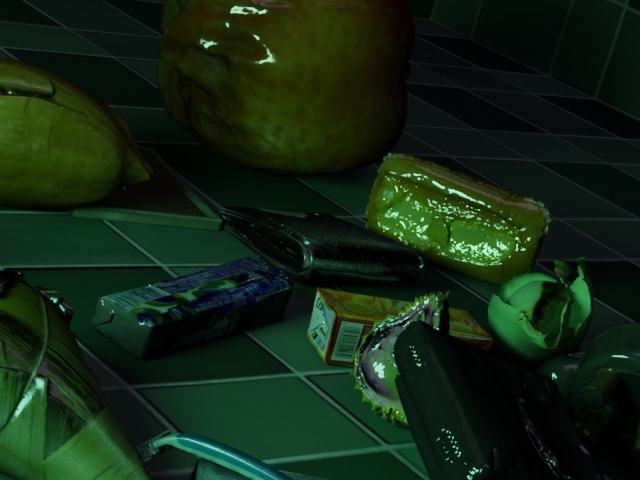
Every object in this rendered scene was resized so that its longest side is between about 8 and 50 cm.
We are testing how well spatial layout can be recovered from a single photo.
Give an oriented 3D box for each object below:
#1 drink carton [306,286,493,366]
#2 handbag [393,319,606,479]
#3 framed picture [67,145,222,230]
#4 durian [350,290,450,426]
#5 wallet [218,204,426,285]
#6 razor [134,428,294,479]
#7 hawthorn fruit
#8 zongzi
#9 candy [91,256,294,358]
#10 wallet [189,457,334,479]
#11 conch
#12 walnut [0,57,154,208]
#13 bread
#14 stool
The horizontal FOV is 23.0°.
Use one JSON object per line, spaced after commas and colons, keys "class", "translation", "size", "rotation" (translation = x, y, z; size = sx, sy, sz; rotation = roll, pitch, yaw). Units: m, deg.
{"class": "drink carton", "translation": [0.102, 0.124, 2.046], "size": [0.223, 0.071, 0.096], "rotation": [9, 18, -20]}
{"class": "handbag", "translation": [0.203, 0.220, 1.732], "size": [0.244, 0.088, 0.275], "rotation": [22, 24, -28]}
{"class": "framed picture", "translation": [-0.315, -0.095, 2.422], "size": [0.241, 0.020, 0.324], "rotation": [5, 21, -30]}
{"class": "durian", "translation": [0.096, 0.150, 1.896], "size": [0.108, 0.186, 0.119], "rotation": [4, -24, 18]}
{"class": "wallet", "translation": [0.000, 0.000, 2.342], "size": [0.221, 0.071, 0.262], "rotation": [1, 16, -36]}
{"class": "razor", "translation": [-0.084, 0.221, 1.526], "size": [0.191, 0.037, 0.068], "rotation": [17, 17, 21]}
{"class": "hawthorn fruit", "translation": [-0.062, -0.310, 2.677], "size": [0.472, 0.471, 0.472], "rotation": [14, 18, -5]}
{"class": "zongzi", "translation": [-0.258, 0.164, 1.572], "size": [0.317, 0.154, 0.289], "rotation": [36, 15, -2]}
{"class": "candy", "translation": [-0.152, 0.082, 1.972], "size": [0.088, 0.061, 0.312], "rotation": [27, 22, 27]}
{"class": "wallet", "translation": [-0.040, 0.307, 1.427], "size": [0.191, 0.046, 0.379], "rotation": [14, 18, -4]}
{"class": "conch", "translation": [0.309, 0.090, 2.108], "size": [0.143, 0.137, 0.250], "rotation": [-18, -13, -11]}
{"class": "walnut", "translation": [-0.396, -0.140, 2.211], "size": [0.336, 0.209, 0.209], "rotation": [17, 17, -13]}
{"class": "bread", "translation": [0.218, -0.034, 2.484], "size": [0.288, 0.152, 0.119], "rotation": [21, 13, 15]}
{"class": "stool", "translation": [0.371, 0.204, 1.965], "size": [0.153, 0.228, 0.139], "rotation": [54, 40, -12]}
